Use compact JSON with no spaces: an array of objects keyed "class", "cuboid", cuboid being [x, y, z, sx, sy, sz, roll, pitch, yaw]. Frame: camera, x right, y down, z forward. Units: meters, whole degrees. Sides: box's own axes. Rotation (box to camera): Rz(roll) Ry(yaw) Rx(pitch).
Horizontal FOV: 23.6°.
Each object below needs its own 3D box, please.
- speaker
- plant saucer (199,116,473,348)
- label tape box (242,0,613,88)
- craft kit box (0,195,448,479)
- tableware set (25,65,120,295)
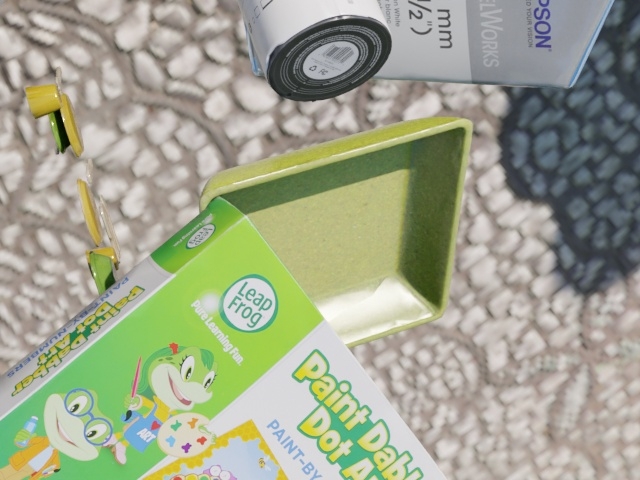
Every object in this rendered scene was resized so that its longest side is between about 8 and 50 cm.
[{"class":"speaker","cuboid":[-0.017,-0.128,0.647,0.055,0.136,0.055,-16,151,-9]},{"class":"plant saucer","cuboid":[0.000,0.000,1.019,0.188,0.045,0.188,-17,138,-20]},{"class":"label tape box","cuboid":[0.145,-0.210,1.122,0.348,0.249,0.115,7,123,18]},{"class":"craft kit box","cuboid":[-0.075,0.146,0.900,0.247,0.061,0.250,-42,115,-9]},{"class":"tableware set","cuboid":[-0.168,-0.037,1.047,0.024,0.104,0.154,-15,112,-1]}]
